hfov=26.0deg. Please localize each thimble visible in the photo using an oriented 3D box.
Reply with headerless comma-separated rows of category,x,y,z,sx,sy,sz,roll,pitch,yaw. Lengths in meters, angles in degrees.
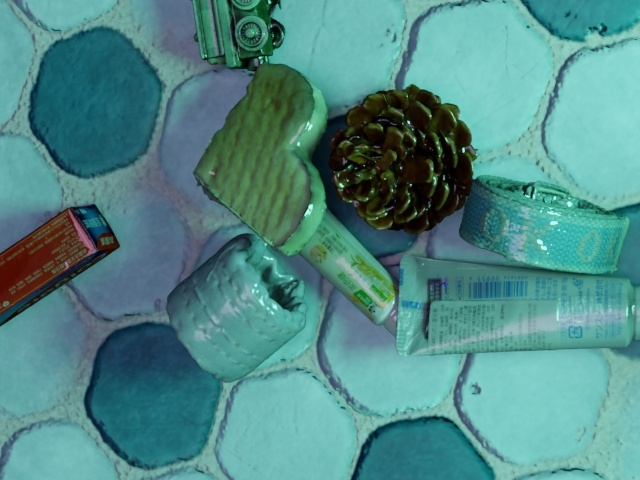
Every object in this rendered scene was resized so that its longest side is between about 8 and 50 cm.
thimble,-0.087,0.072,1.519,0.118,0.151,0.127,-39,99,14

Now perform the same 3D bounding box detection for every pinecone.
pinecone,0.081,-0.082,1.464,0.173,0.173,0.174,1,94,13

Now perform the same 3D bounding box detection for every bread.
bread,-0.061,-0.075,1.501,0.172,0.064,0.232,-19,59,29

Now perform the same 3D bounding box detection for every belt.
belt,0.227,-0.020,1.439,0.147,0.163,0.082,24,103,30

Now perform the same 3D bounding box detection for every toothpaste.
toothpaste,0.231,0.074,1.478,0.299,0.073,0.114,2,74,10
toothpaste,-0.387,0.067,1.628,0.320,0.076,0.066,-32,87,14
toothpaste,0.000,0.000,1.546,0.314,0.058,0.056,45,143,11

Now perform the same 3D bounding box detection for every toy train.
toy train,-0.102,-0.269,1.543,0.111,0.071,0.171,-7,93,23
